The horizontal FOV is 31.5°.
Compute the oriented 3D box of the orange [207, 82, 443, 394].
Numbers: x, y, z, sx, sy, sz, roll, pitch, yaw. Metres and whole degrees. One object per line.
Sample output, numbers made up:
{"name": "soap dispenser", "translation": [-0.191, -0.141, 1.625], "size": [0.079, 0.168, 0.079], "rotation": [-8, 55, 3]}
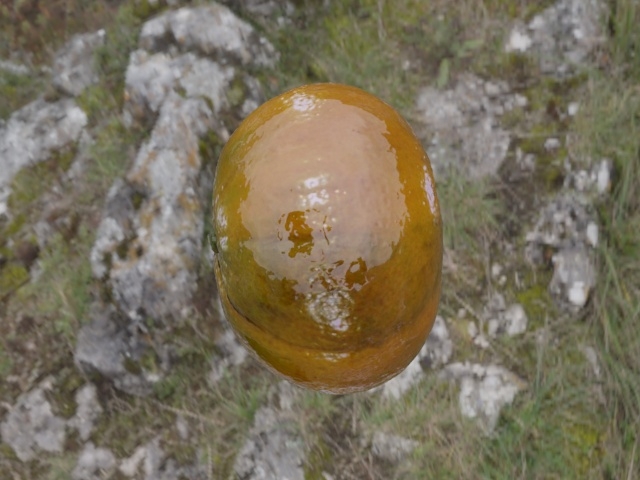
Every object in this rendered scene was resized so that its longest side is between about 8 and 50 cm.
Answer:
{"name": "orange", "translation": [0.000, 0.000, 0.874], "size": [0.171, 0.240, 0.240], "rotation": [-7, 55, -8]}
